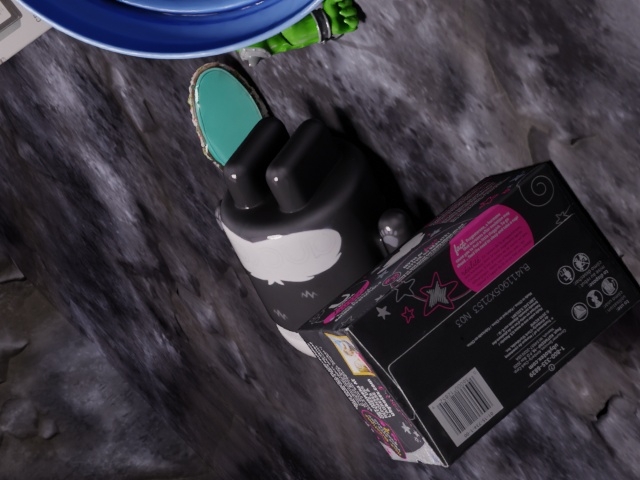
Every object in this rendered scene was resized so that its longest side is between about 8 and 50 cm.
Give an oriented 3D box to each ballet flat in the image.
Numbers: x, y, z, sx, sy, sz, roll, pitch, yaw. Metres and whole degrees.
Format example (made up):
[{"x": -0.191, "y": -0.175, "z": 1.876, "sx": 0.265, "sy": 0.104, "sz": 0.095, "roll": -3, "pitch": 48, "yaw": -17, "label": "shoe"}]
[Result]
[{"x": -0.077, "y": -0.098, "z": 2.276, "sx": 0.241, "sy": 0.091, "sz": 0.077, "roll": 60, "pitch": -177, "yaw": -15, "label": "ballet flat"}]

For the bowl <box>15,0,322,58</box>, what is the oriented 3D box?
[{"x": -0.134, "y": -0.336, "z": 1.597, "sx": 0.391, "sy": 0.077, "sz": 0.391, "roll": 8, "pitch": 123, "yaw": 12, "label": "bowl"}]

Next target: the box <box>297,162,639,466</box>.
[{"x": 0.134, "y": 0.069, "z": 1.814, "sx": 0.163, "sy": 0.247, "sz": 0.142, "roll": 54, "pitch": 164, "yaw": -9, "label": "box"}]

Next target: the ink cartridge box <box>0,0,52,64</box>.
[{"x": -0.466, "y": -0.298, "z": 2.500, "sx": 0.198, "sy": 0.270, "sz": 0.197, "roll": 55, "pitch": 162, "yaw": -13, "label": "ink cartridge box"}]

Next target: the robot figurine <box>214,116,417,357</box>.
[{"x": 0.000, "y": -0.002, "z": 2.135, "sx": 0.278, "sy": 0.173, "sz": 0.209, "roll": 64, "pitch": 176, "yaw": -34, "label": "robot figurine"}]

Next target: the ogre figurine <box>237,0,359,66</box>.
[{"x": -0.068, "y": -0.249, "z": 1.889, "sx": 0.197, "sy": 0.118, "sz": 0.097, "roll": 55, "pitch": 162, "yaw": -11, "label": "ogre figurine"}]
